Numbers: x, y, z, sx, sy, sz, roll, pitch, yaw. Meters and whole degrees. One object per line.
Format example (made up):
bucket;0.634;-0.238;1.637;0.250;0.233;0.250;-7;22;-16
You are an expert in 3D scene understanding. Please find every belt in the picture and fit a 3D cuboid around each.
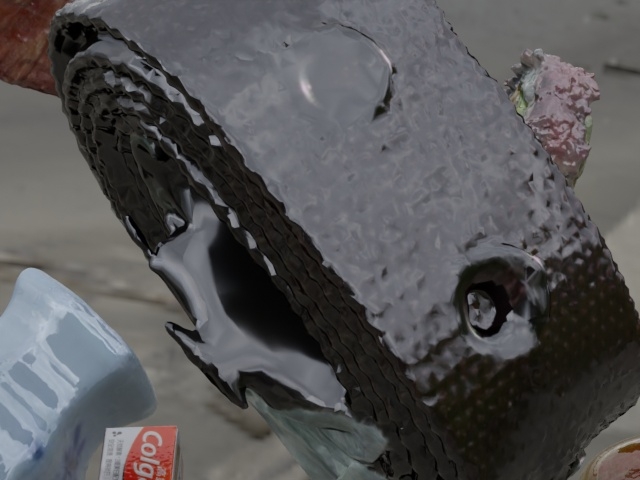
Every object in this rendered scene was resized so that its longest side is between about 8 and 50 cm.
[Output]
belt;0.000;0.000;0.815;0.164;0.289;0.184;-37;-2;-24

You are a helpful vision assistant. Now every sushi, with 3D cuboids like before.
sushi;0.224;-0.089;2.035;0.107;0.241;0.161;22;58;-7

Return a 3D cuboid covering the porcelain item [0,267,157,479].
porcelain item;-0.341;0.223;1.685;0.178;0.405;0.242;40;-16;21

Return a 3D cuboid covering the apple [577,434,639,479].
apple;0.336;0.289;1.679;0.234;0.257;0.257;12;16;-11

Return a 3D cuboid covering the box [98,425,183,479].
box;-0.123;0.208;1.239;0.055;0.039;0.218;-1;38;2

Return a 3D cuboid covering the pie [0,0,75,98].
pie;-0.159;-0.200;1.264;0.204;0.219;0.054;41;2;-26
